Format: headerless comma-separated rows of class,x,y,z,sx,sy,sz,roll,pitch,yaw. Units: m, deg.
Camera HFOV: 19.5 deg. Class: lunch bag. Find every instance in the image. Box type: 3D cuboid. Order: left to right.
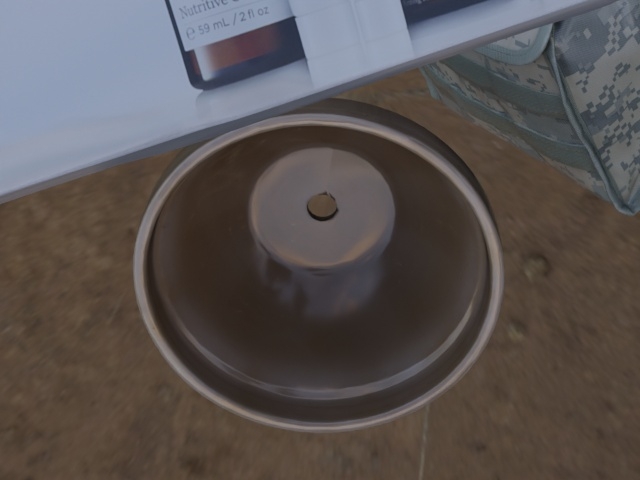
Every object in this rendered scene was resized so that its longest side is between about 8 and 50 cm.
lunch bag,0.138,-0.188,1.268,0.169,0.235,0.287,-45,135,-10

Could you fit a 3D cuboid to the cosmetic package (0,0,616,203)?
cosmetic package,-0.047,-0.062,0.343,0.239,0.060,0.099,-21,92,-20

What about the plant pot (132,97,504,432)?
plant pot,0.000,0.000,1.221,0.237,0.110,0.237,1,121,1
